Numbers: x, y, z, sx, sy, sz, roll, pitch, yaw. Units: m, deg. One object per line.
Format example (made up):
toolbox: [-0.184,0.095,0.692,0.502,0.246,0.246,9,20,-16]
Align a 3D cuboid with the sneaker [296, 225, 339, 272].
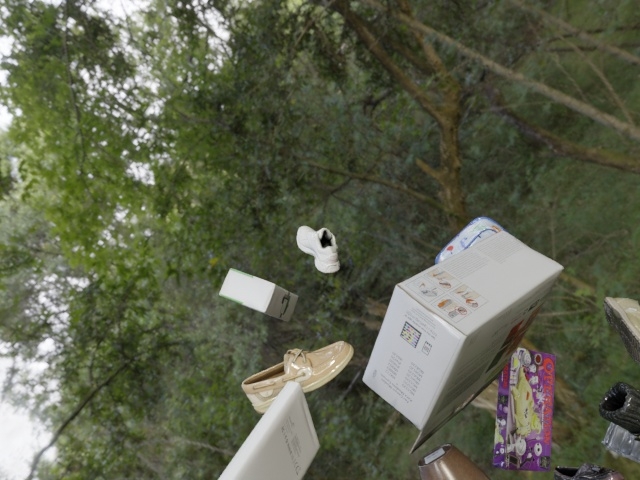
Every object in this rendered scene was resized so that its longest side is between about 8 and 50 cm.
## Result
sneaker: [0.000,0.000,1.792,0.090,0.232,0.115,-9,-56,-29]

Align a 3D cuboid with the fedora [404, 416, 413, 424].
fedora: [0.310,0.398,1.679,0.243,0.124,0.275,-15,-54,-29]

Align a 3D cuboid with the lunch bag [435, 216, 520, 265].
lunch bag: [0.507,0.088,1.634,0.243,0.303,0.115,-49,15,18]

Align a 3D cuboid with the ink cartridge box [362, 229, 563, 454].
ink cartridge box: [0.227,0.161,0.935,0.309,0.130,0.272,-20,-44,-42]

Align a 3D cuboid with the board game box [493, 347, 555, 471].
board game box: [0.611,0.501,1.681,0.056,0.208,0.347,-9,69,53]

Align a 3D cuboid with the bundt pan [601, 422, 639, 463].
bundt pan: [1.124,0.666,1.870,0.331,0.331,0.124,130,152,-87]

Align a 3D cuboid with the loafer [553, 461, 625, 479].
loafer: [0.785,0.709,1.686,0.302,0.109,0.095,107,153,-59]

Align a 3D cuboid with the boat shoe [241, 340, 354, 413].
boat shoe: [-0.065,0.377,1.637,0.341,0.110,0.121,-30,13,1]

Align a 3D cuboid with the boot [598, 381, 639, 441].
boot: [0.890,0.447,1.406,0.131,0.260,0.348,-47,-12,-29]

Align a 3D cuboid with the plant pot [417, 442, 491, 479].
plant pot: [0.355,0.654,1.451,0.215,0.230,0.215,-31,-9,-5]

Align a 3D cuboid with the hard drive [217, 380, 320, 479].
hard drive: [-0.103,0.460,1.116,0.307,0.040,0.203,-48,-47,-47]

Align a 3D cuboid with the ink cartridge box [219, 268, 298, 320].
ink cartridge box: [-0.183,0.171,1.728,0.092,0.160,0.219,-69,-20,-8]

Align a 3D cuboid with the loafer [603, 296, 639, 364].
loafer: [0.800,0.216,1.415,0.092,0.102,0.268,-14,24,11]
